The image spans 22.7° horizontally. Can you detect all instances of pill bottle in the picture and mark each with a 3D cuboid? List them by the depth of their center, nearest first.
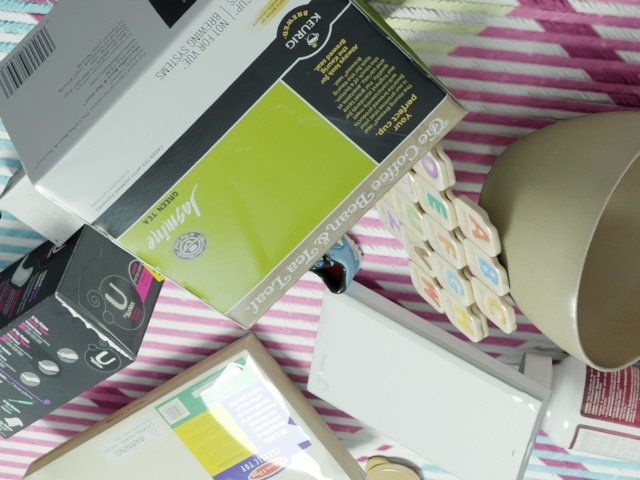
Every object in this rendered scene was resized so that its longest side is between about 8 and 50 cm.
[{"bbox_3d":[0.356,0.211,2.012,0.221,0.121,0.121,12,133,3],"label":"pill bottle"}]

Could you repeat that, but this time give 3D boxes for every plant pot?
[{"bbox_3d":[0.285,-0.024,1.752,0.191,0.284,0.284,25,142,36],"label":"plant pot"}]

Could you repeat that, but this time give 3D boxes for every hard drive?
[{"bbox_3d":[0.130,0.189,2.017,0.307,0.040,0.203,28,136,19],"label":"hard drive"}]

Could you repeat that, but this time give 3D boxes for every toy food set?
[{"bbox_3d":[0.102,0.340,2.252,0.083,0.020,0.083,6,132,6],"label":"toy food set"}]

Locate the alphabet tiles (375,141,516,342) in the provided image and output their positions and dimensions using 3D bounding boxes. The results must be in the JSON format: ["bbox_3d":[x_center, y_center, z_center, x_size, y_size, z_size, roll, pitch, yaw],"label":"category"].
[{"bbox_3d":[0.122,-0.018,1.791,0.021,0.278,0.284,-29,131,-16],"label":"alphabet tiles"}]

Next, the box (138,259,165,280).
[{"bbox_3d":[-0.168,-0.034,1.877,0.059,0.169,0.054,-24,123,29],"label":"box"}]

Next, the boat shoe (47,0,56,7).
[{"bbox_3d":[-0.217,-0.259,1.711,0.156,0.136,0.367,11,130,2],"label":"boat shoe"}]

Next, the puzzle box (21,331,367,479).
[{"bbox_3d":[-0.174,0.328,2.199,0.409,0.052,0.272,-31,107,21],"label":"puzzle box"}]

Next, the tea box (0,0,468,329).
[{"bbox_3d":[-0.095,-0.145,1.600,0.329,0.220,0.323,-44,131,8],"label":"tea box"}]

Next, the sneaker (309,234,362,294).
[{"bbox_3d":[0.000,0.000,1.935,0.063,0.073,0.162,-19,125,27],"label":"sneaker"}]

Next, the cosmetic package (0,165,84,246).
[{"bbox_3d":[-0.282,-0.095,1.921,0.099,0.060,0.239,38,128,-18],"label":"cosmetic package"}]

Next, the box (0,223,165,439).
[{"bbox_3d":[-0.351,0.112,2.049,0.270,0.165,0.143,-31,118,33],"label":"box"}]
